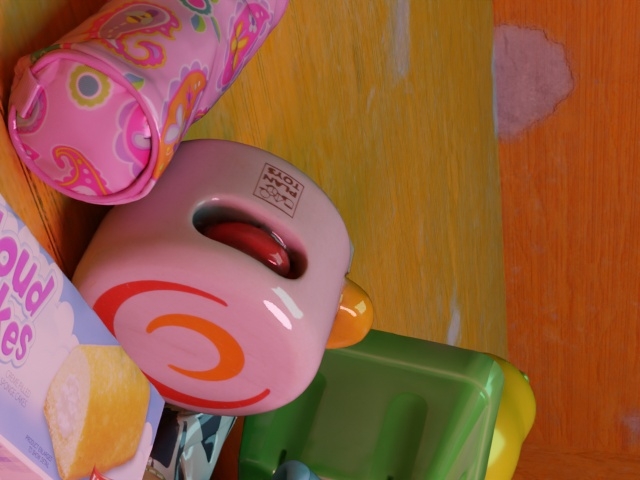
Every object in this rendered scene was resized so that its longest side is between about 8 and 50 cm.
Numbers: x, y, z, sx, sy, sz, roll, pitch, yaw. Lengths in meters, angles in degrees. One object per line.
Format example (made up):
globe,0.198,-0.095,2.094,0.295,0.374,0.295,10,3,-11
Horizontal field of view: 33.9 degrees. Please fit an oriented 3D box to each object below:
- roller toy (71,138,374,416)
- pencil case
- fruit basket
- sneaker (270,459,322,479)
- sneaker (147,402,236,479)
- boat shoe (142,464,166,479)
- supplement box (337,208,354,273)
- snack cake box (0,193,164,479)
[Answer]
roller toy,-0.076,0.025,0.799,0.146,0.209,0.191,-71,151,-42
pencil case,-0.118,-0.144,0.776,0.284,0.124,0.124,-65,153,-51
fruit basket,0.067,0.226,1.081,0.392,0.282,0.392,12,90,-79
sneaker,-0.105,0.254,0.754,0.110,0.275,0.107,64,-13,-13
sneaker,-0.124,0.205,0.862,0.235,0.094,0.153,-54,145,-59
boat shoe,-0.181,0.239,0.587,0.324,0.119,0.123,-50,137,-43
supplement box,0.000,0.000,1.258,0.098,0.062,0.036,67,33,-57
snack cake box,-0.197,0.054,0.501,0.264,0.152,0.089,69,30,-55
